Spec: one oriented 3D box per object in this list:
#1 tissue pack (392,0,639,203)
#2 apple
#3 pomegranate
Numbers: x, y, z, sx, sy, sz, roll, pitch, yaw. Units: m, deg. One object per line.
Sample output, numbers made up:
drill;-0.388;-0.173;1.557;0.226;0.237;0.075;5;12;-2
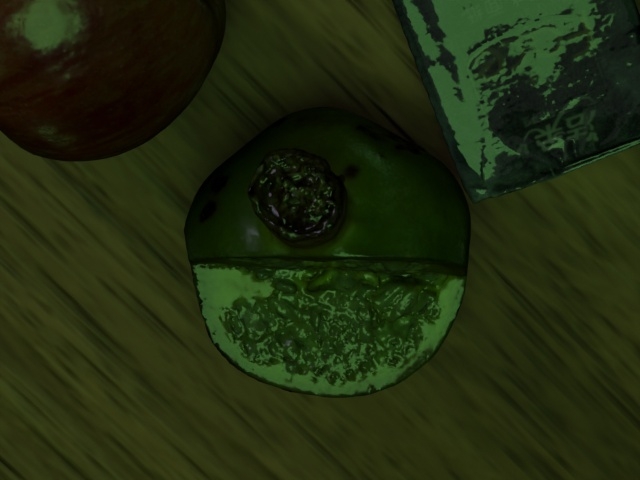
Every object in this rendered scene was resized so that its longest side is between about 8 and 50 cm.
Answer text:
tissue pack;0.099;-0.110;0.945;0.112;0.051;0.156;-20;106;8
apple;-0.116;-0.110;0.910;0.131;0.146;0.146;-29;106;1
pomegranate;0.003;-0.010;0.940;0.143;0.122;0.169;0;143;15
